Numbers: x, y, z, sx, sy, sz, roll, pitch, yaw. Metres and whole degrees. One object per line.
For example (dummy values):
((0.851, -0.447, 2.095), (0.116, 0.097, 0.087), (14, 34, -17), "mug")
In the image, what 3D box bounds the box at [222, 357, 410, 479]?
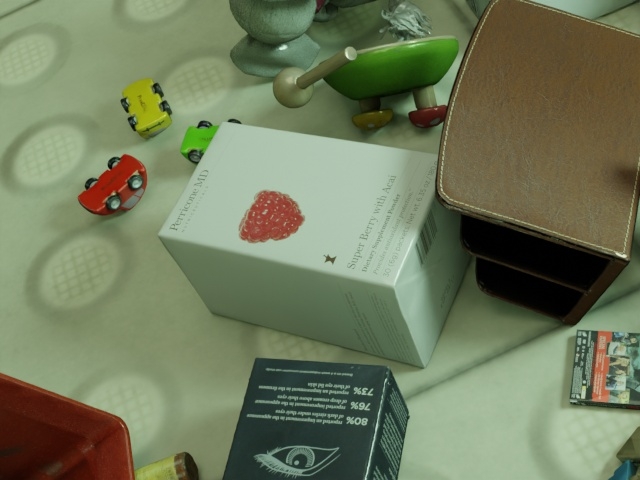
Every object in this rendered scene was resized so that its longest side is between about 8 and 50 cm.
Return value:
((-0.007, 0.235, 1.052), (0.153, 0.108, 0.207), (2, 56, 20), "box")

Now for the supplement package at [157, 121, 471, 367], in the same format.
((0.000, 0.000, 1.181), (0.293, 0.175, 0.177), (11, 60, 26), "supplement package")

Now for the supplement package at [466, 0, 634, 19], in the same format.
((0.284, -0.408, 1.330), (0.204, 0.261, 0.145), (-23, 51, 1), "supplement package")

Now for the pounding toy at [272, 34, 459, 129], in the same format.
((0.076, -0.188, 1.330), (0.237, 0.110, 0.183), (-15, 6, -38), "pounding toy")

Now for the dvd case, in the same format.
((0.323, 0.135, 1.075), (0.120, 0.013, 0.087), (1, 55, 21), "dvd case")

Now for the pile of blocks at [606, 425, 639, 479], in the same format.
((0.330, 0.245, 0.945), (0.113, 0.149, 0.362), (42, 81, 3), "pile of blocks")

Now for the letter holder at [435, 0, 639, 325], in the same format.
((0.231, -0.097, 1.143), (0.215, 0.152, 0.301), (18, 59, 1), "letter holder")

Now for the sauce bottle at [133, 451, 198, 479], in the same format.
((-0.197, 0.270, 1.134), (0.128, 0.042, 0.042), (-21, 51, 9), "sauce bottle")

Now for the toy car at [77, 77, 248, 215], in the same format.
((-0.196, -0.123, 1.420), (0.225, 0.053, 0.239), (1, 56, 19), "toy car")

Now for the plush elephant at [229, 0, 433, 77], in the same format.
((-0.035, -0.366, 1.404), (0.256, 0.272, 0.330), (-20, 69, -25), "plush elephant")

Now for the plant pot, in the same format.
((-0.354, 0.308, 1.025), (0.236, 0.267, 0.267), (-35, 48, 22), "plant pot")
